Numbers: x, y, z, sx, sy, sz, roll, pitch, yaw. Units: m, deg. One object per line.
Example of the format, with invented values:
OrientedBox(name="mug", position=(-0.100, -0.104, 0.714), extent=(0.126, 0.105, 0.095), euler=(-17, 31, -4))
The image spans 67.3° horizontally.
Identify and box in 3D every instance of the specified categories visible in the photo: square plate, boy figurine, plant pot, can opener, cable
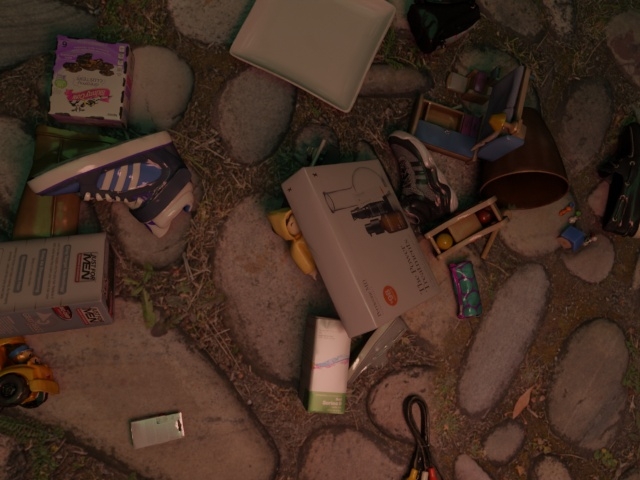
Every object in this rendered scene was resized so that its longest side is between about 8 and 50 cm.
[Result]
OrientedBox(name="square plate", position=(-0.015, -0.555, 1.285), extent=(0.348, 0.049, 0.343), euler=(25, 81, -6))
OrientedBox(name="boy figurine", position=(0.000, 0.000, 1.168), extent=(0.285, 0.092, 0.177), euler=(39, 72, -25))
OrientedBox(name="plant pot", position=(0.531, -0.230, 1.280), extent=(0.216, 0.215, 0.230), euler=(8, 69, -9))
OrientedBox(name="can opener", position=(-0.035, -0.135, 1.224), extent=(0.093, 0.074, 0.280), euler=(29, 80, -6))
OrientedBox(name="cable", position=(0.267, 0.542, 1.206), extent=(0.140, 0.072, 0.287), euler=(8, 82, -14))

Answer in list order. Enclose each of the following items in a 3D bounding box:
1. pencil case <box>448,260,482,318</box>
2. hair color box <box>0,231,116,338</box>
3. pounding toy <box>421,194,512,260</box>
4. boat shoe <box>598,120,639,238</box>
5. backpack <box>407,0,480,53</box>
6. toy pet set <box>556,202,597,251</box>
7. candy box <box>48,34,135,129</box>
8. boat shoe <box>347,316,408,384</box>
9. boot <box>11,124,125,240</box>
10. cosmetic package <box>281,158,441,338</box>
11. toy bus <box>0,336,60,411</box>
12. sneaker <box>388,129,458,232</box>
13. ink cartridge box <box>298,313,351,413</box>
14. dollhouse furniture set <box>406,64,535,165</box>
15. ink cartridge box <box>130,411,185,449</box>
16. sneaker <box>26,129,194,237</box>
OrientedBox(name="pencil case", position=(0.382, 0.131, 1.272), extent=(0.070, 0.065, 0.151), euler=(-8, 84, -35))
OrientedBox(name="hair color box", position=(-0.650, 0.102, 1.034), extent=(0.375, 0.113, 0.185), euler=(-6, 55, -11))
OrientedBox(name="pounding toy", position=(0.409, -0.015, 1.246), extent=(0.270, 0.154, 0.154), euler=(-29, 89, -11))
OrientedBox(name="boat shoe", position=(0.848, -0.176, 1.359), extent=(0.113, 0.127, 0.339), euler=(5, 85, 14))
OrientedBox(name="backpack", position=(0.339, -0.605, 1.317), extent=(0.182, 0.115, 0.151), euler=(-26, 101, -12))
OrientedBox(name="toy pet set", position=(0.720, -0.033, 1.346), extent=(0.114, 0.065, 0.122), euler=(-38, 91, -11))
OrientedBox(name="candy box", position=(-0.550, -0.379, 1.163), extent=(0.165, 0.070, 0.196), euler=(4, 83, -9))
OrientedBox(name="boat shoe", position=(0.139, 0.282, 1.207), extent=(0.081, 0.079, 0.227), euler=(41, 76, 1))
OrientedBox(name="boot", position=(-0.571, -0.116, 1.132), extent=(0.236, 0.089, 0.269), euler=(8, 87, -10))
OrientedBox(name="cosmetic package", position=(0.104, 0.001, 1.128), extent=(0.285, 0.097, 0.377), euler=(-17, 79, -45))
OrientedBox(name="toy bus", position=(-0.704, 0.271, 1.046), extent=(0.221, 0.149, 0.211), euler=(-9, 70, -13))
OrientedBox(name="sneaker", position=(0.232, -0.150, 1.256), extent=(0.153, 0.101, 0.268), euler=(-37, 94, -14))
OrientedBox(name="ink cartridge box", position=(0.010, 0.287, 1.146), extent=(0.093, 0.154, 0.212), euler=(5, 83, -9))
OrientedBox(name="dollhouse furniture set", position=(0.378, -0.361, 1.202), extent=(0.198, 0.303, 0.286), euler=(17, 82, -8))
OrientedBox(name="ink cartridge box", position=(-0.380, 0.442, 1.128), extent=(0.115, 0.029, 0.062), euler=(-9, 85, -11))
OrientedBox(name="sneaker", position=(-0.440, -0.093, 1.084), extent=(0.323, 0.130, 0.236), euler=(-29, 114, -30))
